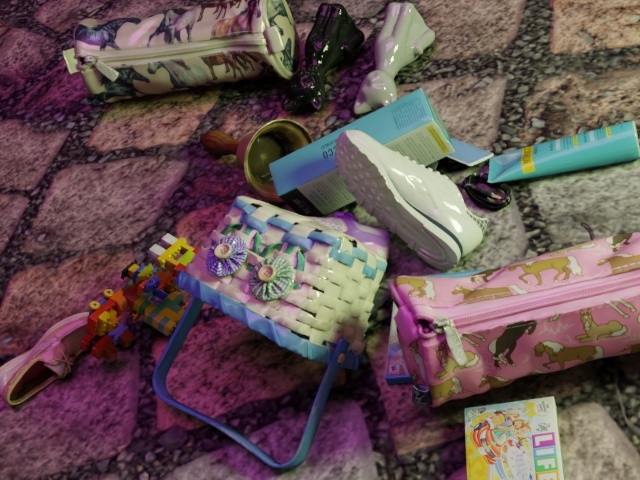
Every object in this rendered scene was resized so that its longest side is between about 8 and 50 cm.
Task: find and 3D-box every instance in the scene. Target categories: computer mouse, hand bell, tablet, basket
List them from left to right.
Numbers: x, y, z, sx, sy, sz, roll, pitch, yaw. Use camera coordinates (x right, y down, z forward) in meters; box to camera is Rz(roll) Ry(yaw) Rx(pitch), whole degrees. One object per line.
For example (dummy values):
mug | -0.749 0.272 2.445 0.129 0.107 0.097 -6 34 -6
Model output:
hand bell | -0.124 -0.143 1.710 0.126 0.126 0.242 -40 31 -19
basket | -0.071 0.105 1.341 0.254 0.201 0.289 21 92 34
computer mouse | 0.166 -0.093 1.549 0.242 0.041 0.071 16 53 35
tablet | 0.205 -0.129 1.584 0.054 0.006 0.083 -24 35 -34

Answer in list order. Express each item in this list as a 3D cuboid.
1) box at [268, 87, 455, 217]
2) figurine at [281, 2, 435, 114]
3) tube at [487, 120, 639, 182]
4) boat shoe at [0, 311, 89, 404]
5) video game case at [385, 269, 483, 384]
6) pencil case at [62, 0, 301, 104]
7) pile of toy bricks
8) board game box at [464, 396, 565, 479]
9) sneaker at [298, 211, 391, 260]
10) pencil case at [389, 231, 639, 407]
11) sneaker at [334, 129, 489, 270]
box | 0.059 -0.117 1.535 0.244 0.100 0.060 -25 58 14
figurine | 0.059 -0.288 1.782 0.214 0.092 0.209 6 56 28
tube | 0.334 -0.117 1.498 0.207 0.052 0.080 -12 21 18
boat shoe | -0.372 0.168 1.503 0.170 0.063 0.059 -38 45 -3
video game case | 0.146 0.107 1.365 0.119 0.015 0.166 -7 43 17
pencil case | -0.232 -0.336 1.892 0.410 0.160 0.183 -4 25 20
pile of toy bricks | -0.231 0.095 1.500 0.105 0.118 0.212 30 41 11
board game box | 0.212 0.245 1.179 0.103 0.026 0.154 -10 42 14
sneaker | 0.000 0.000 1.495 0.236 0.095 0.104 19 49 32
pencil case | 0.276 0.075 1.214 0.386 0.160 0.167 -13 29 5
sneaker | 0.118 -0.067 1.452 0.235 0.090 0.095 46 63 3
